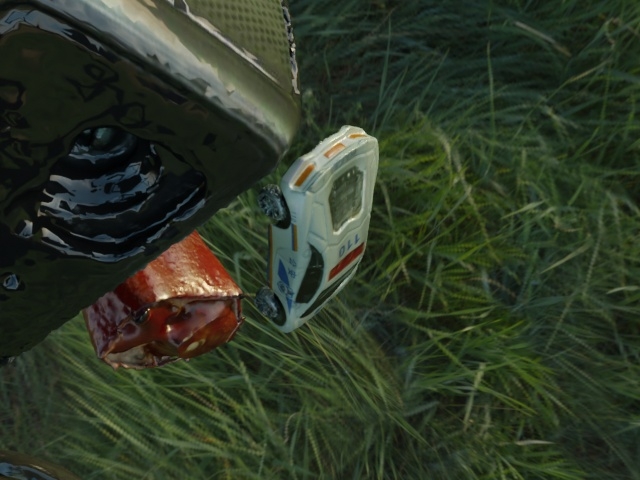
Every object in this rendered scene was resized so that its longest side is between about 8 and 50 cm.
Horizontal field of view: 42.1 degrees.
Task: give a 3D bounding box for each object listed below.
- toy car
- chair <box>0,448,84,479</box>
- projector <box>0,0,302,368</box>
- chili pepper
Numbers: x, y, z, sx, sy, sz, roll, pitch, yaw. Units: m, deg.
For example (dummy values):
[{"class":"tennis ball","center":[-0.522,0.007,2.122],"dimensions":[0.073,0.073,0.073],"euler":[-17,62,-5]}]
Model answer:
[{"class":"toy car","center":[0.000,0.000,0.636],"dimensions":[0.056,0.204,0.095],"euler":[34,54,24]},{"class":"chair","center":[-0.275,0.304,0.388],"dimensions":[0.362,0.410,0.364],"euler":[-27,87,18]},{"class":"projector","center":[-0.242,-0.164,0.616],"dimensions":[0.395,0.242,0.405],"euler":[-33,49,28]},{"class":"chili pepper","center":[-0.187,-0.001,0.804],"dimensions":[0.144,0.136,0.252],"euler":[-25,69,-18]}]
